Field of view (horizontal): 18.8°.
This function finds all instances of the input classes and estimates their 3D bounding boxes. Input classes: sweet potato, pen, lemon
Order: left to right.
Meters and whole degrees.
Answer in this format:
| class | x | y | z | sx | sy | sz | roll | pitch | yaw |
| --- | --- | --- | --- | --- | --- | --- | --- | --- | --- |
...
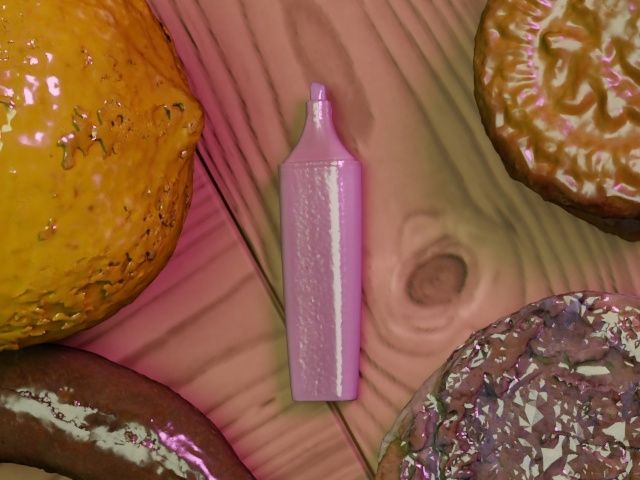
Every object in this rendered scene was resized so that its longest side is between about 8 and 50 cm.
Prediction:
| class | x | y | z | sx | sy | sz | roll | pitch | yaw |
| --- | --- | --- | --- | --- | --- | --- | --- | --- | --- |
| lemon | -0.217 | -0.059 | 1.165 | 0.310 | 0.258 | 0.258 | 5 | 87 | 24 |
| sweet potato | -0.140 | 0.126 | 1.213 | 0.286 | 0.085 | 0.112 | 18 | 126 | 12 |
| pen | 0.000 | 0.000 | 1.188 | 0.053 | 0.032 | 0.197 | -2 | 87 | 23 |

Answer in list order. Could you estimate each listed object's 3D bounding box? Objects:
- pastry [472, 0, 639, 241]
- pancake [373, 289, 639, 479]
| class | x | y | z | sx | sy | sz | roll | pitch | yaw |
| --- | --- | --- | --- | --- | --- | --- | --- | --- | --- |
| pastry | 0.177 | -0.096 | 1.087 | 0.188 | 0.103 | 0.189 | -2 | 85 | 22 |
| pancake | 0.145 | 0.166 | 1.104 | 0.282 | 0.049 | 0.282 | -2 | 85 | 22 |
